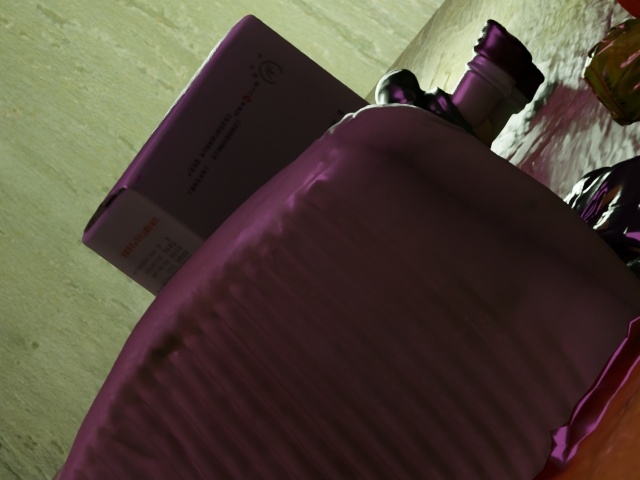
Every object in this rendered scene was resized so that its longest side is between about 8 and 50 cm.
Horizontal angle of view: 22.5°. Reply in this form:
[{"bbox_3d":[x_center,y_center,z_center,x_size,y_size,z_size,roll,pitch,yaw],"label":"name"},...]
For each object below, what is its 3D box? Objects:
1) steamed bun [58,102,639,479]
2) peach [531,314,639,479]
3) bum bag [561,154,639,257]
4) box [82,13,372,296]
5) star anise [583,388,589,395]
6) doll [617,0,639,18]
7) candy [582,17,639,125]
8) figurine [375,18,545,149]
[{"bbox_3d":[0.014,0.101,0.919,0.383,0.247,0.236,-57,-5,21],"label":"steamed bun"},{"bbox_3d":[0.177,0.052,0.277,0.362,0.201,0.258,-58,11,-4],"label":"peach"},{"bbox_3d":[0.190,-0.013,1.044,0.107,0.060,0.232,-46,7,-16],"label":"bum bag"},{"bbox_3d":[0.000,0.000,1.214,0.106,0.299,0.200,-44,12,53],"label":"box"},{"bbox_3d":[0.167,0.096,0.586,0.209,0.089,0.231,-37,19,21],"label":"star anise"},{"bbox_3d":[0.346,-0.331,1.342,0.336,0.105,0.200,-58,9,-27],"label":"doll"},{"bbox_3d":[0.285,-0.156,1.131,0.077,0.073,0.262,-26,-3,-35],"label":"candy"},{"bbox_3d":[0.073,-0.069,1.657,0.370,0.167,0.281,-43,-26,3],"label":"figurine"}]
